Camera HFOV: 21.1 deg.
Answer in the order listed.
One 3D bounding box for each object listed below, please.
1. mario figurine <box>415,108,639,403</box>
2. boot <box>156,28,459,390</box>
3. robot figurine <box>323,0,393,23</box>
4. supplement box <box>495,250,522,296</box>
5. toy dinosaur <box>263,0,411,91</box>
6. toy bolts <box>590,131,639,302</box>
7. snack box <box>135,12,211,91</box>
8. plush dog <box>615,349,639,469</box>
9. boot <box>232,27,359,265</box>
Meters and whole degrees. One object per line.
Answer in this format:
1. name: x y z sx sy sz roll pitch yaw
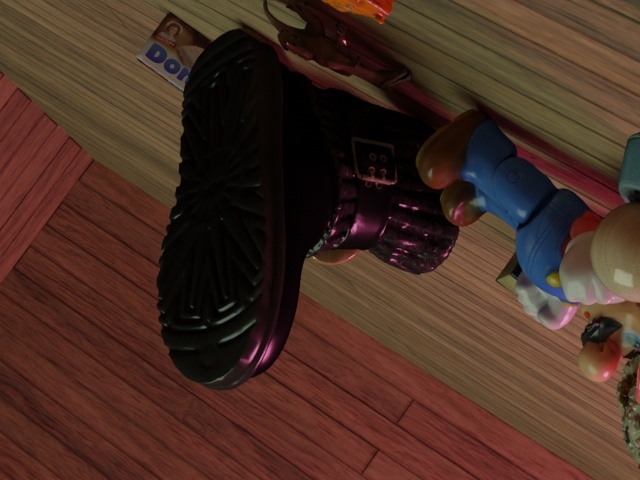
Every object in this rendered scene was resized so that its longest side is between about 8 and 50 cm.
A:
1. mario figurine: 0.202 0.034 1.420 0.198 0.170 0.320 -8 -141 -47
2. boot: 0.003 -0.002 1.517 0.260 0.348 0.131 27 145 -37
3. robot figurine: -0.077 -0.248 1.118 0.291 0.085 0.211 39 -170 31
4. supplement box: 0.217 0.018 1.618 0.056 0.083 0.083 36 172 -1
5. toy dinosaur: -0.008 -0.176 1.533 0.183 0.053 0.092 32 173 28
6. toy bolts: 0.273 0.005 0.987 0.228 0.158 0.218 35 173 5
7. snack box: -0.119 -0.181 1.950 0.178 0.064 0.022 35 175 1
8. plush dog: 0.383 0.187 1.746 0.225 0.211 0.262 49 157 52
9. boot: -0.026 -0.066 1.802 0.211 0.104 0.295 81 164 -65
